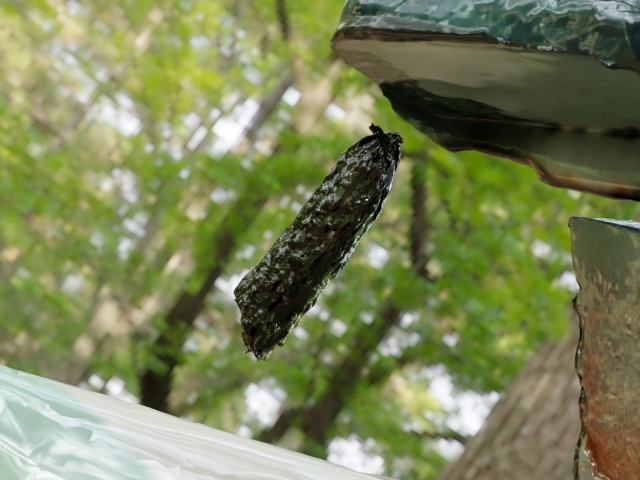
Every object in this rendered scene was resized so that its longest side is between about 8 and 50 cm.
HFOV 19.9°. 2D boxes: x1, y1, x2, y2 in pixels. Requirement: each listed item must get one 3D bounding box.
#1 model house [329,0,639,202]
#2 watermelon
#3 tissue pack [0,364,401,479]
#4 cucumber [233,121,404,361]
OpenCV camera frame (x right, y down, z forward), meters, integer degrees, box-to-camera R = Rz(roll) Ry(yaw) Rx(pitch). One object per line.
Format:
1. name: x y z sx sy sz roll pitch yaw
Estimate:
1. model house: 0.184 -0.188 1.203 0.253 0.291 0.184 12 -27 38
2. watermelon: 0.280 0.140 1.185 0.289 0.214 0.320 45 -6 42
3. tissue pack: -0.033 0.210 0.676 0.356 0.266 0.194 16 -18 -9
4. cucumber: 0.000 0.000 1.241 0.053 0.181 0.053 37 5 -4
